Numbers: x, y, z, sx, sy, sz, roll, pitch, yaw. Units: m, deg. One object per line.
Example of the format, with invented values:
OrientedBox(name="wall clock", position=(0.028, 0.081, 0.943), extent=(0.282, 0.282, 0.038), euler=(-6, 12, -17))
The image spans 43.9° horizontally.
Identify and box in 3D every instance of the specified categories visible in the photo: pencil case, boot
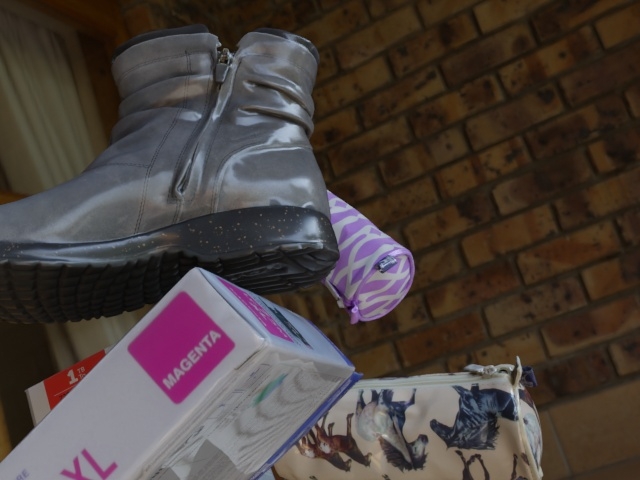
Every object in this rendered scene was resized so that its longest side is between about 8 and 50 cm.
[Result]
OrientedBox(name="pencil case", position=(0.000, 0.000, 0.785), extent=(0.088, 0.206, 0.086), euler=(-38, -38, -16))
OrientedBox(name="pencil case", position=(0.111, 0.267, 1.167), extent=(0.410, 0.184, 0.160), euler=(-7, 7, 18))
OrientedBox(name="boot", position=(-0.158, -0.061, 0.638), extent=(0.337, 0.223, 0.118), euler=(-3, -25, -13))

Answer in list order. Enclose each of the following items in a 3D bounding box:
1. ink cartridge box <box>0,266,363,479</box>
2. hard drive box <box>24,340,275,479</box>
OrientedBox(name="ink cartridge box", position=(-0.073, 0.122, 0.499), extent=(0.186, 0.065, 0.311), euler=(-45, -18, 0))
OrientedBox(name="hard drive box", position=(-0.149, 0.211, 0.733), extent=(0.181, 0.232, 0.089), euler=(-28, -27, 4))
